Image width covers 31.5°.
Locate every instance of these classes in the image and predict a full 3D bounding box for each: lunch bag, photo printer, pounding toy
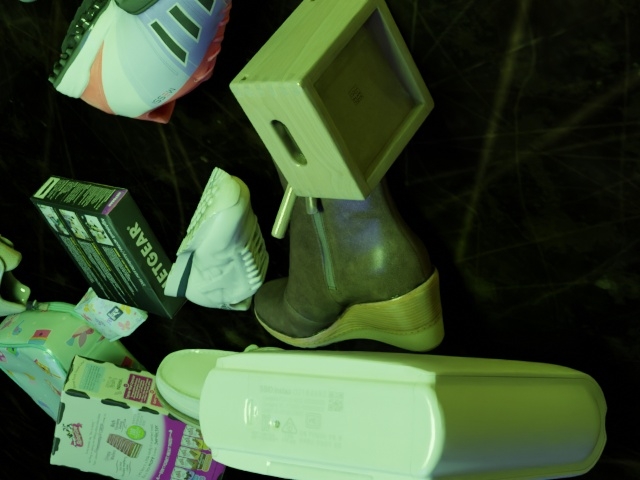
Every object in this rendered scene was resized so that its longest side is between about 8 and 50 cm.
[{"bbox_3d":[-0.356,0.203,1.676,0.224,0.108,0.279,1,134,48],"label":"lunch bag"},{"bbox_3d":[-0.271,0.090,1.484,0.071,0.053,0.083,46,140,-18],"label":"lunch bag"},{"bbox_3d":[0.088,0.154,1.002,0.256,0.107,0.307,-2,173,41],"label":"photo printer"},{"bbox_3d":[0.003,-0.091,0.855,0.100,0.130,0.141,6,138,43],"label":"pounding toy"}]

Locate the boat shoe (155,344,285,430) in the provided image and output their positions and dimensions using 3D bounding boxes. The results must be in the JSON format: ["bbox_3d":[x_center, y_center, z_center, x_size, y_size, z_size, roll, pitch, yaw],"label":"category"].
[{"bbox_3d":[-0.067,0.171,1.333,0.302,0.113,0.103,9,140,23],"label":"boat shoe"}]

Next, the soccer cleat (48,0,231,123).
[{"bbox_3d":[-0.116,-0.181,0.905,0.116,0.109,0.318,25,153,-22],"label":"soccer cleat"}]

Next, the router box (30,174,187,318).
[{"bbox_3d":[-0.247,0.009,1.347,0.133,0.046,0.179,12,143,36],"label":"router box"}]

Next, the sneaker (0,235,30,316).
[{"bbox_3d":[-0.478,0.000,1.560,0.121,0.099,0.263,-5,129,16],"label":"sneaker"}]

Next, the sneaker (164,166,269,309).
[{"bbox_3d":[-0.093,0.005,1.158,0.094,0.090,0.235,24,154,-3],"label":"sneaker"}]

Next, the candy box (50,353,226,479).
[{"bbox_3d":[-0.236,0.254,1.533,0.233,0.071,0.159,14,129,-7],"label":"candy box"}]

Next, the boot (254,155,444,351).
[{"bbox_3d":[0.000,0.000,1.064,0.248,0.090,0.207,3,125,46],"label":"boot"}]
